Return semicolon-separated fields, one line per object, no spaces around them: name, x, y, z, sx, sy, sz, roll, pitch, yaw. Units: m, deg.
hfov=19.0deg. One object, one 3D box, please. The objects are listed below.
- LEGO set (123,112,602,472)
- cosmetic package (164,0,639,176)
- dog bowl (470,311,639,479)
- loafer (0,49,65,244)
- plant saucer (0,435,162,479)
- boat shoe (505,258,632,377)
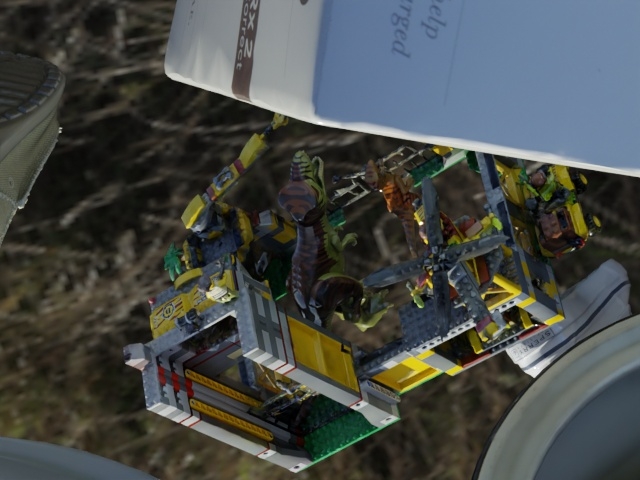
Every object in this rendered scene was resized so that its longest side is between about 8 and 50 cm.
LEGO set;0.000;0.000;1.303;0.331;0.192;0.255;-22;57;30
cosmetic package;0.051;-0.108;0.622;0.183;0.151;0.151;-154;73;-71
dog bowl;0.292;0.219;1.155;0.408;0.408;0.150;23;141;29
loafer;-0.232;-0.038;1.187;0.102;0.268;0.092;14;122;6
plant saucer;-0.184;0.141;0.289;0.400;0.400;0.100;-6;124;36
boat shoe;0.191;0.075;1.407;0.083;0.226;0.076;-37;86;25
